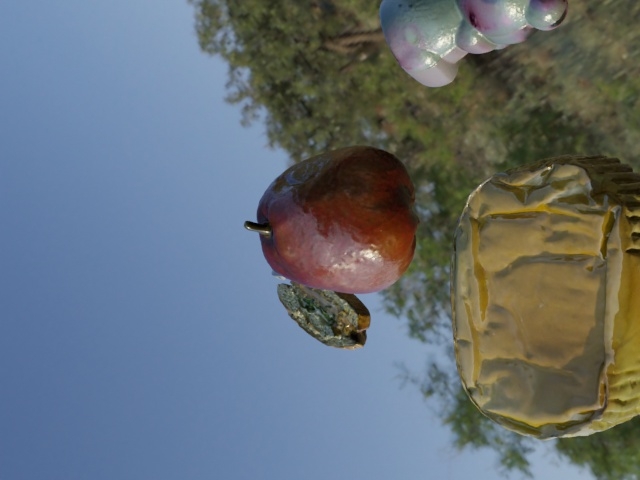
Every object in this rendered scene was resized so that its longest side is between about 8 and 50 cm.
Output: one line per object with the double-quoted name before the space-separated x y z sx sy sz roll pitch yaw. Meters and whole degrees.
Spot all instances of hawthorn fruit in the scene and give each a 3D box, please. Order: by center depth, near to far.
"hawthorn fruit" 0.013 -0.028 1.359 0.224 0.261 0.224 174 90 -75

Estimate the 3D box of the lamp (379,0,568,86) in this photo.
"lamp" 0.240 -0.411 1.539 0.247 0.301 0.247 30 -133 -45

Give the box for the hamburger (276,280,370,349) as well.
"hamburger" 0.027 0.176 2.339 0.283 0.144 0.157 40 -169 32

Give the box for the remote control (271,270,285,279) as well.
"remote control" 0.000 0.000 1.806 0.073 0.229 0.044 4 134 56

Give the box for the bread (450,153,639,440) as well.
"bread" 0.220 0.046 0.847 0.133 0.179 0.250 -6 -88 -55
